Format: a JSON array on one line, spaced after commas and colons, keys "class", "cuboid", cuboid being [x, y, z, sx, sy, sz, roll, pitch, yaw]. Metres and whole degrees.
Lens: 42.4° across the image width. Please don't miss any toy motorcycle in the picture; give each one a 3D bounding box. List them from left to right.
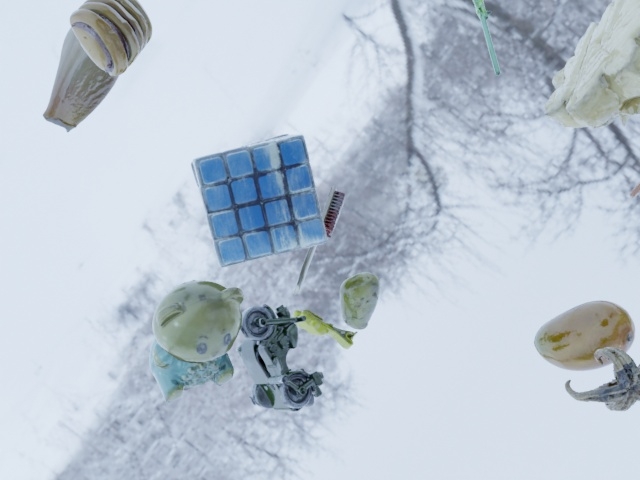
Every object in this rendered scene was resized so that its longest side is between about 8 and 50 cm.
[{"class": "toy motorcycle", "cuboid": [-0.099, 0.262, 1.801, 0.127, 0.275, 0.205, -31, -173, -32]}]

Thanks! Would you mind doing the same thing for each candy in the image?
[{"class": "candy", "cuboid": [0.335, -0.468, 1.691, 0.091, 0.083, 0.305, -34, -125, 42]}]

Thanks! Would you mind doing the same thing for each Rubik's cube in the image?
[{"class": "Rubik's cube", "cuboid": [-0.147, -0.099, 1.914, 0.256, 0.259, 0.253, -15, -173, -7]}]

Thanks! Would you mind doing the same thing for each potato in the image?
[{"class": "potato", "cuboid": [0.101, 0.157, 2.157, 0.085, 0.105, 0.188, -75, 170, -51]}]

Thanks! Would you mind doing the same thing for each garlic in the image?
[{"class": "garlic", "cuboid": [-0.552, -0.404, 1.942, 0.143, 0.112, 0.318, 10, 107, -55]}]

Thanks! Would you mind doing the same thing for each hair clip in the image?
[{"class": "hair clip", "cuboid": [0.005, 0.226, 2.126, 0.046, 0.173, 0.072, -67, -174, -31]}]

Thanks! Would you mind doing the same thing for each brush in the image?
[{"class": "brush", "cuboid": [0.000, 0.000, 2.150, 0.060, 0.050, 0.321, 114, -2, -60]}]

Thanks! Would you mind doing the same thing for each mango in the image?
[{"class": "mango", "cuboid": [0.576, 0.215, 1.808, 0.221, 0.120, 0.151, -26, -144, 25]}]

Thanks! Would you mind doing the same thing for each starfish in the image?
[{"class": "starfish", "cuboid": [0.529, 0.246, 1.428, 0.074, 0.190, 0.146, -112, -142, -50]}]

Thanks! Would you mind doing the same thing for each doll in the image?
[{"class": "doll", "cuboid": [-0.248, 0.187, 1.636, 0.177, 0.161, 0.261, -14, 150, -25]}]

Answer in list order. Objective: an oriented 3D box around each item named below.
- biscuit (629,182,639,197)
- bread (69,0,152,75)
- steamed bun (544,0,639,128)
[{"class": "biscuit", "cuboid": [0.661, -0.122, 1.667, 0.078, 0.015, 0.091, -26, 159, -42]}, {"class": "bread", "cuboid": [-0.365, -0.384, 1.474, 0.081, 0.134, 0.225, -31, -153, 23]}, {"class": "steamed bun", "cuboid": [0.530, -0.303, 1.422, 0.295, 0.137, 0.292, -55, -171, 11]}]
